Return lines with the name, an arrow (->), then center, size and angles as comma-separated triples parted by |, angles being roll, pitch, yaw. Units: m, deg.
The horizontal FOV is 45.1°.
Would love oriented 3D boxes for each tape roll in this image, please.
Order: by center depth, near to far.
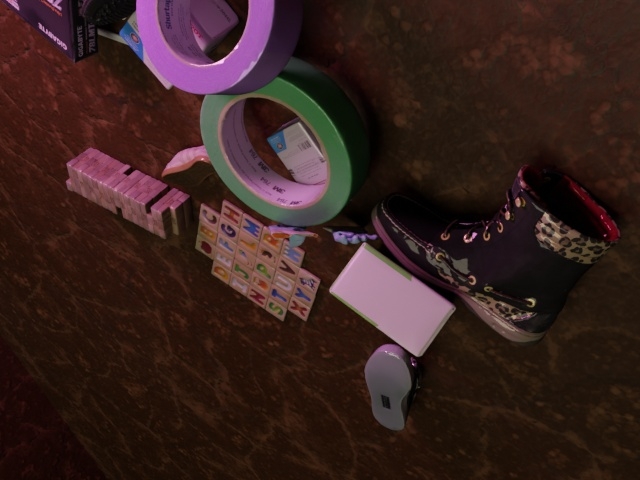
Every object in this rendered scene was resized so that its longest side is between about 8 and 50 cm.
tape roll -> -0.166, -0.375, 1.251 | 0.275, 0.090, 0.274 | 5, 100, 29
tape roll -> -0.068, -0.176, 1.403 | 0.321, 0.077, 0.321 | 21, 135, 23

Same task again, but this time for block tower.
block tower -> -0.475, -0.119, 1.892 | 0.336, 0.091, 0.097 | 24, 138, 21

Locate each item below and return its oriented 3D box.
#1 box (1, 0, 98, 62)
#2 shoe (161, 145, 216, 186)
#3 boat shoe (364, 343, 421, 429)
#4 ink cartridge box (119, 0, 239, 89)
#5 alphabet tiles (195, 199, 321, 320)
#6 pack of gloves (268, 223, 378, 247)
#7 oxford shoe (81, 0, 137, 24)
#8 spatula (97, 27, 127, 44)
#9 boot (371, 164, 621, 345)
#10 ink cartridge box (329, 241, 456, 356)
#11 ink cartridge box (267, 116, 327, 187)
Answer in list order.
box -> -0.556, -0.552, 1.522 | 0.295, 0.073, 0.293 | 41, 141, 19
shoe -> -0.283, -0.168, 1.718 | 0.077, 0.058, 0.219 | 26, 157, -33
boat shoe -> 0.175, 0.310, 1.736 | 0.113, 0.105, 0.306 | 15, 141, 25
ink cartridge box -> -0.268, -0.403, 1.448 | 0.148, 0.086, 0.203 | 49, 142, -9
alphabet tiles -> -0.157, 0.055, 1.850 | 0.343, 0.011, 0.285 | 33, 141, 12
pack of gloves -> 0.000, 0.000, 1.452 | 0.195, 0.232, 0.046 | 3, 95, -6
oxford shoe -> -0.358, -0.475, 1.390 | 0.083, 0.096, 0.227 | 18, 141, -42
spatula -> -0.493, -0.497, 1.606 | 0.242, 0.019, 0.168 | 23, 137, 23
boot -> 0.286, -0.019, 1.303 | 0.377, 0.138, 0.284 | 41, 138, 13
ink cartridge box -> 0.141, 0.111, 1.456 | 0.198, 0.114, 0.273 | 36, -179, 9
ink cartridge box -> -0.007, -0.152, 1.484 | 0.104, 0.060, 0.180 | -19, 113, 47
